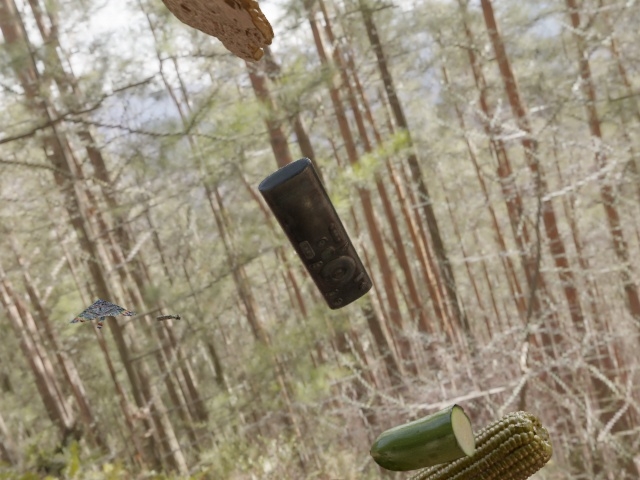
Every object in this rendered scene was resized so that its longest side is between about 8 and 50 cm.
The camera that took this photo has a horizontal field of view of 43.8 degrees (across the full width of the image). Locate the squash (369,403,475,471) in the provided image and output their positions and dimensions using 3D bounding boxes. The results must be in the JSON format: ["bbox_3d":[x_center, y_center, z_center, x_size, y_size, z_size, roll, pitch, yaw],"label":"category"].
[{"bbox_3d":[0.177,0.367,1.430,0.188,0.095,0.095,-25,9,25],"label":"squash"}]

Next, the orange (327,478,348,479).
[{"bbox_3d":[0.051,0.554,1.465,0.262,0.196,0.334,15,7,25],"label":"orange"}]

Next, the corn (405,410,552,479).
[{"bbox_3d":[0.297,0.466,1.582,0.344,0.131,0.131,-39,8,17],"label":"corn"}]

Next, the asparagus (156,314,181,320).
[{"bbox_3d":[-0.410,0.209,2.153,0.015,0.018,0.127,-19,5,-37],"label":"asparagus"}]

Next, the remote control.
[{"bbox_3d":[0.000,0.000,1.525,0.107,0.378,0.044,-27,45,1],"label":"remote control"}]

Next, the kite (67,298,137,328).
[{"bbox_3d":[-0.390,0.129,1.424,0.122,0.004,0.090,-4,33,-12],"label":"kite"}]

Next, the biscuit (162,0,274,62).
[{"bbox_3d":[-0.206,-0.438,1.380,0.269,0.376,0.051,25,77,38],"label":"biscuit"}]
